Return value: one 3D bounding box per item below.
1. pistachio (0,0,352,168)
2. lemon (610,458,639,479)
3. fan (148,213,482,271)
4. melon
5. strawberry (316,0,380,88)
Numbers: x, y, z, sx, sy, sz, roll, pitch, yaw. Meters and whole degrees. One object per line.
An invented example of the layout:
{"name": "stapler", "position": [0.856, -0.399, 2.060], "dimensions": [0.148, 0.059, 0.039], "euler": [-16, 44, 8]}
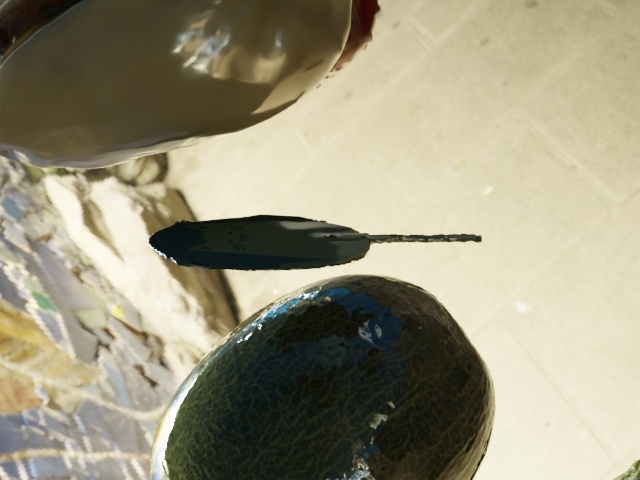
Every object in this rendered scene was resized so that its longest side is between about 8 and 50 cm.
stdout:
{"name": "pistachio", "position": [-0.087, -0.107, 0.544], "dimensions": [0.223, 0.152, 0.126], "euler": [-18, 67, 4]}
{"name": "lemon", "position": [0.447, 0.423, 1.369], "dimensions": [0.184, 0.184, 0.248], "euler": [-9, 84, 43]}
{"name": "fan", "position": [0.000, 0.000, 0.513], "dimensions": [0.113, 0.175, 0.005], "euler": [-125, 37, -73]}
{"name": "melon", "position": [0.001, 0.166, 0.848], "dimensions": [0.302, 0.237, 0.237], "euler": [-35, 37, -2]}
{"name": "strawberry", "position": [-0.100, -0.216, 0.769], "dimensions": [0.261, 0.261, 0.257], "euler": [-49, 23, 4]}
